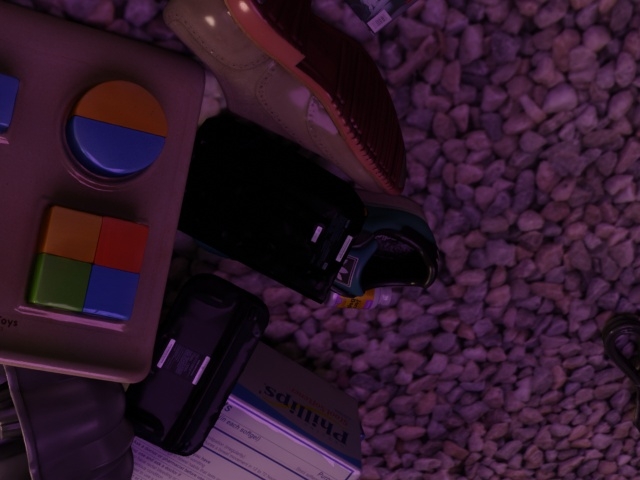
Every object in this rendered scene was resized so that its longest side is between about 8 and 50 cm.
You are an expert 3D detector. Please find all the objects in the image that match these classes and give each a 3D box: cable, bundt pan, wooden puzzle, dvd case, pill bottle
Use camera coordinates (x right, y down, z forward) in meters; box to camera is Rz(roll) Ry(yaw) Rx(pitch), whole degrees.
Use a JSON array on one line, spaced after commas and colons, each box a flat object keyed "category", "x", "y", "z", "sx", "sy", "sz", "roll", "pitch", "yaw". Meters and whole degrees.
[{"category": "cable", "x": 0.494, "y": 0.208, "z": 1.529, "sx": 0.287, "sy": 0.072, "sz": 0.139, "roll": 41, "pitch": 124, "yaw": -22}, {"category": "bundt pan", "x": -0.299, "y": 0.173, "z": 1.119, "sx": 0.124, "sy": 0.331, "sz": 0.331, "roll": -15, "pitch": 130, "yaw": -26}, {"category": "wooden puzzle", "x": -0.280, "y": -0.059, "z": 0.955, "sx": 0.322, "sy": 0.080, "sz": 0.348, "roll": 13, "pitch": 78, "yaw": -23}, {"category": "dvd case", "x": 0.055, "y": -0.283, "z": 1.060, "sx": 0.087, "sy": 0.013, "sz": 0.119, "roll": -37, "pitch": 125, "yaw": 13}, {"category": "pill bottle", "x": 0.047, "y": 0.065, "z": 1.290, "sx": 0.083, "sy": 0.043, "sz": 0.043, "roll": 5, "pitch": 124, "yaw": -18}]

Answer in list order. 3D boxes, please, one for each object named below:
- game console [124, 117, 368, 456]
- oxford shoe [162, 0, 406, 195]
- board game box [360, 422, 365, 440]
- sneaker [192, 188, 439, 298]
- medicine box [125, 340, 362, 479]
[{"category": "game console", "x": -0.115, "y": 0.061, "z": 1.121, "sx": 0.213, "sy": 0.044, "sz": 0.361, "roll": 28, "pitch": 92, "yaw": -2}, {"category": "oxford shoe", "x": -0.024, "y": -0.162, "z": 1.085, "sx": 0.130, "sy": 0.123, "sz": 0.348, "roll": -16, "pitch": 134, "yaw": 30}, {"category": "board game box", "x": -0.056, "y": 0.296, "z": 1.434, "sx": 0.201, "sy": 0.035, "sz": 0.136, "roll": 15, "pitch": 119, "yaw": -24}, {"category": "sneaker", "x": 0.000, "y": 0.000, "z": 1.181, "sx": 0.302, "sy": 0.121, "sz": 0.108, "roll": 3, "pitch": 124, "yaw": -17}, {"category": "medicine box", "x": -0.134, "y": 0.278, "z": 1.291, "sx": 0.263, "sy": 0.149, "sz": 0.289, "roll": 33, "pitch": 112, "yaw": -16}]
